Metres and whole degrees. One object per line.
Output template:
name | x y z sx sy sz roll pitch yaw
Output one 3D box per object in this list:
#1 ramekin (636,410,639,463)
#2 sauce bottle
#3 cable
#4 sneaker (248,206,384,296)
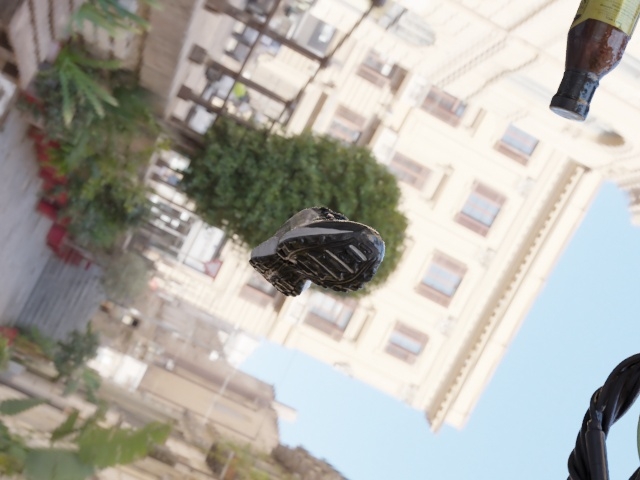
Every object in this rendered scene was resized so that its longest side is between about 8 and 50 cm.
ramekin | 0.579 0.248 1.255 0.303 0.303 0.148 -60 170 16
sauce bottle | 0.187 -0.142 0.623 0.128 0.042 0.042 -66 -170 -2
cable | 0.221 0.151 0.673 0.150 0.047 0.184 -64 178 21
sneaker | 0.000 0.000 1.153 0.108 0.100 0.271 -54 -162 -19
